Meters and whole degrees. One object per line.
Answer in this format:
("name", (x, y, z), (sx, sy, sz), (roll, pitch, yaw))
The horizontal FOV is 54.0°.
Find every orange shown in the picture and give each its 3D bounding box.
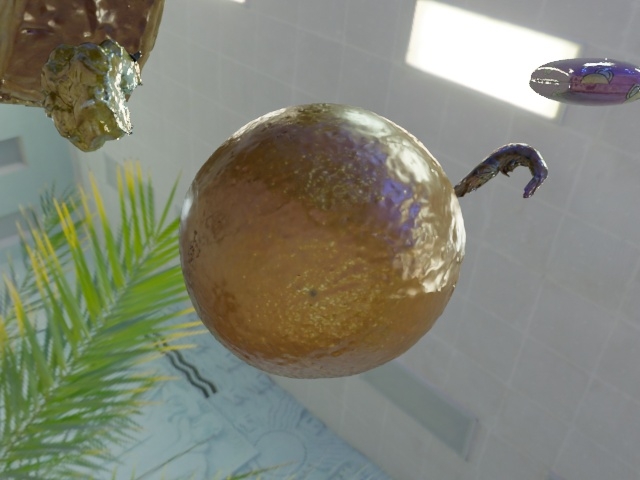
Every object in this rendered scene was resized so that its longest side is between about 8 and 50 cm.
("orange", (0.000, 0.000, 0.604), (0.274, 0.274, 0.274), (27, -50, 38))

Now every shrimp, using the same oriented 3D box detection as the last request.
("shrimp", (0.201, -0.067, 0.708), (0.023, 0.114, 0.083), (57, 3, -45))

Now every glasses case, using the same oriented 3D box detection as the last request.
("glasses case", (0.438, -0.266, 1.050), (0.123, 0.316, 0.075), (1, -74, 4))

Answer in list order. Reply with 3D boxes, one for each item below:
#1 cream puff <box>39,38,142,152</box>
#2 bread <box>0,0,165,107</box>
("cream puff", (-0.316, -0.197, 0.845), (0.156, 0.156, 0.121), (34, -6, 33))
("bread", (-0.432, -0.386, 1.075), (0.167, 0.278, 0.324), (49, -56, 28))
